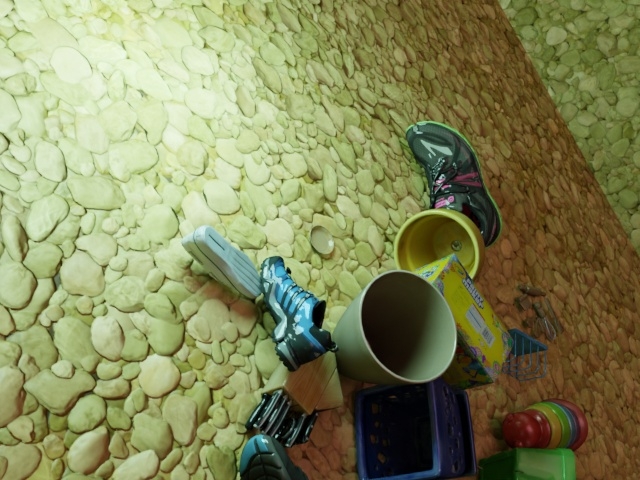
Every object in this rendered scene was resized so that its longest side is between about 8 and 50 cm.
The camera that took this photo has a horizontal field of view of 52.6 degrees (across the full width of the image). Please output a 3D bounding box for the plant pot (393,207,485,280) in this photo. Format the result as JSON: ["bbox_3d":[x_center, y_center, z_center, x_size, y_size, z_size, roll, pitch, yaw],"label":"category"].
[{"bbox_3d":[0.374,0.026,1.917,0.239,0.254,0.253,-15,80,-61],"label":"plant pot"}]

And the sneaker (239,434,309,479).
[{"bbox_3d":[-0.053,0.538,1.337,0.140,0.125,0.340,-35,104,-54],"label":"sneaker"}]

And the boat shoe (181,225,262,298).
[{"bbox_3d":[-0.219,0.052,1.452,0.226,0.076,0.083,53,33,-32],"label":"boat shoe"}]

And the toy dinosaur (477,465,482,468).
[{"bbox_3d":[0.343,0.506,1.719,0.064,0.112,0.211,8,65,-42],"label":"toy dinosaur"}]

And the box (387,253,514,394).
[{"bbox_3d":[0.289,0.234,1.686,0.290,0.279,0.177,55,43,-8],"label":"box"}]

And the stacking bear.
[{"bbox_3d":[0.662,0.571,1.965,0.289,0.164,0.175,6,65,-37],"label":"stacking bear"}]

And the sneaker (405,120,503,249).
[{"bbox_3d":[0.433,-0.176,2.106,0.482,0.185,0.202,57,39,-3],"label":"sneaker"}]

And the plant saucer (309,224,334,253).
[{"bbox_3d":[0.000,0.000,1.726,0.083,0.015,0.083,22,55,-35],"label":"plant saucer"}]

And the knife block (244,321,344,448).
[{"bbox_3d":[-0.071,0.320,1.440,0.242,0.088,0.275,7,65,-42],"label":"knife block"}]

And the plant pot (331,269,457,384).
[{"bbox_3d":[0.137,0.236,1.528,0.257,0.274,0.256,12,62,-23],"label":"plant pot"}]

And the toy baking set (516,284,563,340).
[{"bbox_3d":[0.783,0.260,2.329,0.256,0.030,0.196,12,65,-39],"label":"toy baking set"}]

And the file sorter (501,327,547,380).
[{"bbox_3d":[0.620,0.365,2.052,0.170,0.118,0.104,30,54,-30],"label":"file sorter"}]

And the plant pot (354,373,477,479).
[{"bbox_3d":[0.238,0.468,1.562,0.212,0.236,0.235,23,54,-42],"label":"plant pot"}]

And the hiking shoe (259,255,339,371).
[{"bbox_3d":[-0.051,0.151,1.468,0.113,0.132,0.304,67,4,-52],"label":"hiking shoe"}]

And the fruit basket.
[{"bbox_3d":[0.628,0.756,1.732,0.392,0.283,0.391,14,56,-22],"label":"fruit basket"}]
